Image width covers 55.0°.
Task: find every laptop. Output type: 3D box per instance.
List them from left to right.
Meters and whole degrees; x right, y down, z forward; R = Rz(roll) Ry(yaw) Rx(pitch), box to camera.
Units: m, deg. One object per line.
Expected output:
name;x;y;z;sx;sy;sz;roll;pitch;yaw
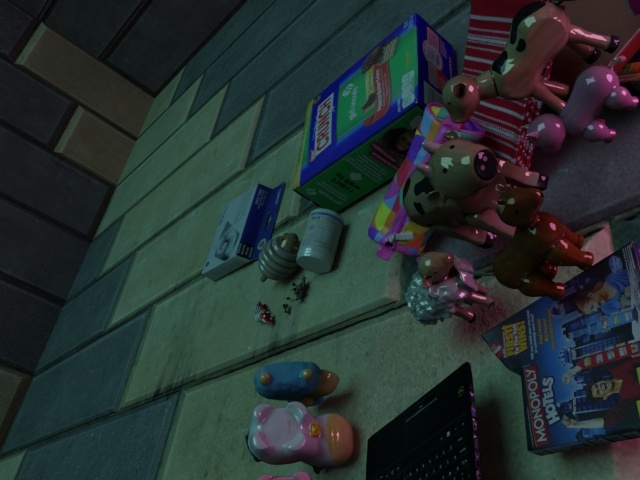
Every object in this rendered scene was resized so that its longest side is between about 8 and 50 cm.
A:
laptop;0.052;0.276;0.669;0.234;0.137;0.264;-53;20;42

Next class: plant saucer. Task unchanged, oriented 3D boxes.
plant saucer;0.371;-0.316;0.832;0.258;0.048;0.259;-51;29;9

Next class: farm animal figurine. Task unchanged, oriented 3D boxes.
farm animal figurine;0.186;-0.089;0.717;0.327;0.172;0.330;129;159;-64

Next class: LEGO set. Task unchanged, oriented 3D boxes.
LEGO set;-0.045;0.104;1.186;0.083;0.024;0.054;-54;24;34

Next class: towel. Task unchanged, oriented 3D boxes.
towel;0.248;-0.208;0.878;0.199;0.031;0.274;-125;35;-60

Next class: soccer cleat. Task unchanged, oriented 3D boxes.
soccer cleat;-0.117;0.154;1.238;0.035;0.029;0.083;-63;25;9

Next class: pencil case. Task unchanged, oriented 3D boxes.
pencil case;0.154;-0.083;0.918;0.104;0.105;0.236;-112;38;-56

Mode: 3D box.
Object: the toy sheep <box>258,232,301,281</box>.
toy sheep;-0.084;0.037;1.246;0.132;0.091;0.091;-58;26;28

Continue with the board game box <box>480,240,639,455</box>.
board game box;0.266;0.126;0.645;0.194;0.060;0.194;-31;38;41

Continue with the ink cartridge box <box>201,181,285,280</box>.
ink cartridge box;-0.191;-0.029;1.510;0.224;0.045;0.223;-26;42;43

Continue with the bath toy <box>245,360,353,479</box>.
bath toy;-0.031;0.342;0.822;0.129;0.152;0.348;96;176;-51

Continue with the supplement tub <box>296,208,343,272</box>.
supplement tub;0.000;0.000;1.163;0.071;0.071;0.107;-18;48;49

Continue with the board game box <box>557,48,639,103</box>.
board game box;0.407;-0.249;0.810;0.170;0.048;0.141;11;72;59

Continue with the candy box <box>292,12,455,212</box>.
candy box;0.102;-0.237;1.188;0.317;0.122;0.268;-33;37;39

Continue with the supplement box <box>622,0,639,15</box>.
supplement box;0.403;-0.386;0.693;0.111;0.114;0.219;-2;58;54
